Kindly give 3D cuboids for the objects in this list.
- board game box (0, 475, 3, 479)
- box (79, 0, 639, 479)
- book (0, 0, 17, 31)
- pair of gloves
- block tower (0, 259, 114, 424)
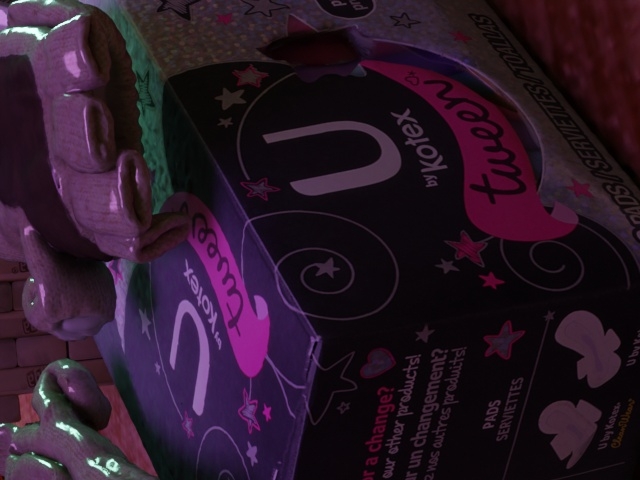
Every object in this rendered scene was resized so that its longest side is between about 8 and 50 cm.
[{"bbox_3d":[-0.464,0.270,1.618,0.356,0.356,0.356,134,123,-62],"label":"board game box"},{"bbox_3d":[0.000,0.000,0.709,0.247,0.142,0.163,-122,32,-42],"label":"box"},{"bbox_3d":[-0.145,-0.077,1.047,0.144,0.035,0.096,17,118,17],"label":"book"},{"bbox_3d":[-0.087,0.036,0.691,0.204,0.042,0.240,-11,89,64],"label":"pair of gloves"},{"bbox_3d":[-0.180,-0.068,1.150,0.091,0.097,0.335,-141,47,-73],"label":"block tower"}]
